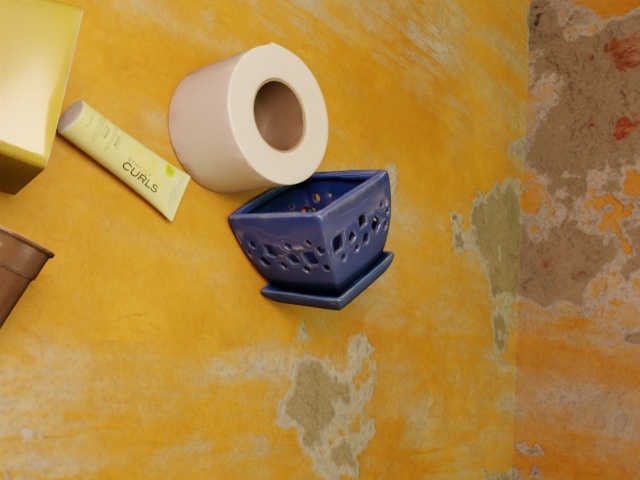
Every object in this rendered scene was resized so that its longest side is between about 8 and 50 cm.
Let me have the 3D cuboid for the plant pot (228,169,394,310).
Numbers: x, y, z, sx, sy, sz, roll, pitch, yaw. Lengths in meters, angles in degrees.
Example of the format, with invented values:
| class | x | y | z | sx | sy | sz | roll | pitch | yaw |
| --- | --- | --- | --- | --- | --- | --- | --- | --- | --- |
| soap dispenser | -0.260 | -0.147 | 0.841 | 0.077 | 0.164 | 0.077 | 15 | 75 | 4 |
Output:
| class | x | y | z | sx | sy | sz | roll | pitch | yaw |
| --- | --- | --- | --- | --- | --- | --- | --- | --- | --- |
| plant pot | 0.000 | 0.000 | 1.226 | 0.236 | 0.236 | 0.212 | -35 | 118 | -44 |

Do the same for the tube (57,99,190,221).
| class | x | y | z | sx | sy | sz | roll | pitch | yaw |
| --- | --- | --- | --- | --- | --- | --- | --- | --- | --- |
| tube | -0.308 | -0.131 | 1.019 | 0.070 | 0.062 | 0.240 | -42 | 134 | 6 |

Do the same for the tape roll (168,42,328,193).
| class | x | y | z | sx | sy | sz | roll | pitch | yaw |
| --- | --- | --- | --- | --- | --- | --- | --- | --- | --- |
| tape roll | -0.127 | -0.212 | 1.141 | 0.246 | 0.169 | 0.246 | 6 | 82 | -47 |

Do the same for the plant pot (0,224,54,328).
| class | x | y | z | sx | sy | sz | roll | pitch | yaw |
| --- | --- | --- | --- | --- | --- | --- | --- | --- | --- |
| plant pot | -0.448 | 0.057 | 0.781 | 0.167 | 0.167 | 0.165 | 34 | 70 | -41 |

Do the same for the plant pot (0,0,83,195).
| class | x | y | z | sx | sy | sz | roll | pitch | yaw |
| --- | --- | --- | --- | --- | --- | --- | --- | --- | --- |
| plant pot | -0.437 | -0.196 | 0.783 | 0.187 | 0.212 | 0.212 | 16 | 75 | -33 |
